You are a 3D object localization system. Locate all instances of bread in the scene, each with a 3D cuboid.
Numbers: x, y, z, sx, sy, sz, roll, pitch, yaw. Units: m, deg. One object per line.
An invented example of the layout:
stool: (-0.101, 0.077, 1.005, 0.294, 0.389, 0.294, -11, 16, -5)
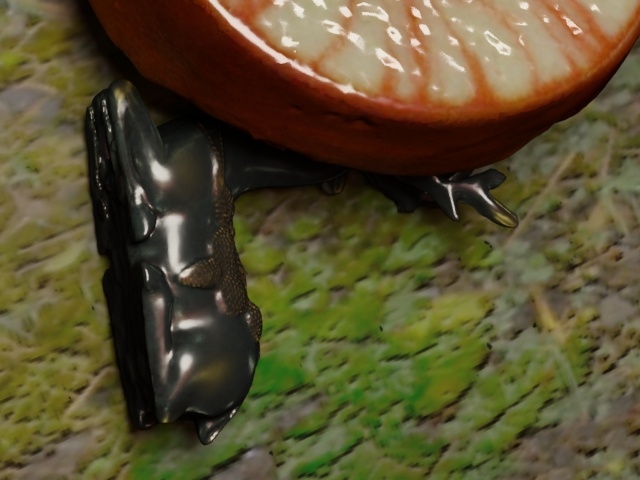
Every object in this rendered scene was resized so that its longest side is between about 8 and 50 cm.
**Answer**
bread: (0.024, -0.183, 0.984, 0.328, 0.114, 0.295, 26, 63, -11)

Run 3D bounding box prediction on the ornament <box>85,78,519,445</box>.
ornament: (0.000, 0.000, 1.030, 0.236, 0.080, 0.202, -8, 88, -22)
